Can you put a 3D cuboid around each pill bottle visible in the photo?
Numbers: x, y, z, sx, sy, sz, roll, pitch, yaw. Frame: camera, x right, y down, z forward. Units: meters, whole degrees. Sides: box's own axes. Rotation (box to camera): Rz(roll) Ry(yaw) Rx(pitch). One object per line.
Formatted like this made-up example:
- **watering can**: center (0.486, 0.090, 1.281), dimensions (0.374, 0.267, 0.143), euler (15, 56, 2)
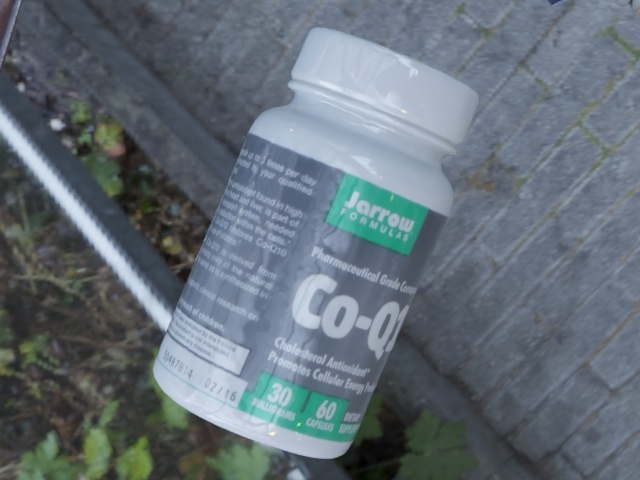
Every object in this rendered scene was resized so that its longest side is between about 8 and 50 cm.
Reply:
- **pill bottle**: center (0.000, 0.000, 1.173), dimensions (0.204, 0.204, 0.361), euler (23, 93, 24)

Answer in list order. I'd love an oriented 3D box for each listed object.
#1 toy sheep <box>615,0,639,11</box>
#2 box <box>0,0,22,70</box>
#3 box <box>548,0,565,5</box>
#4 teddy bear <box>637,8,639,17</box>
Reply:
- **toy sheep**: center (0.338, -0.269, 1.261), dimensions (0.132, 0.091, 0.091), euler (0, 99, 12)
- **box**: center (-0.290, -0.146, 0.765), dimensions (0.203, 0.168, 0.167), euler (17, 112, -16)
- **box**: center (0.303, -0.451, 1.703), dimensions (0.108, 0.153, 0.207), euler (-27, 127, 19)
- **teddy bear**: center (0.079, -0.177, 0.411), dimensions (0.338, 0.245, 0.113), euler (43, 131, -7)
